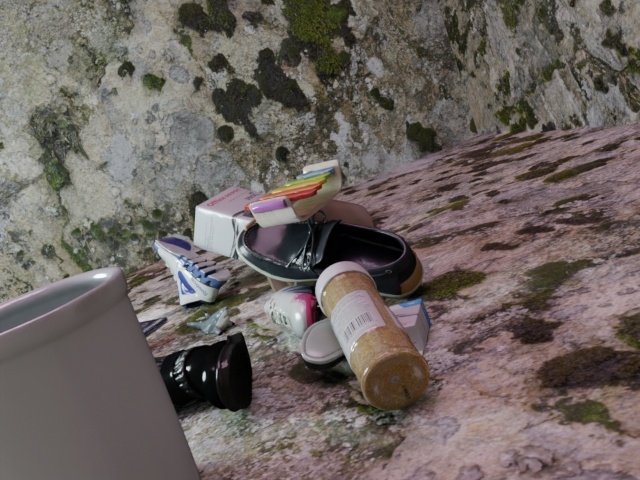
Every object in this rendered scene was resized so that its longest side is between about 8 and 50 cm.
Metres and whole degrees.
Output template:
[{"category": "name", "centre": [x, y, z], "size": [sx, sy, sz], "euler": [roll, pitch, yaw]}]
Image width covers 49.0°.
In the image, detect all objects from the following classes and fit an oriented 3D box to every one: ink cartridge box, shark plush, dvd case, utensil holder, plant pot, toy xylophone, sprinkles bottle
[{"category": "ink cartridge box", "centre": [-0.209, -0.043, 2.479], "size": [0.395, 0.166, 0.285], "euler": [15, 23, 17]}, {"category": "shark plush", "centre": [-0.315, 0.229, 2.021], "size": [0.161, 0.067, 0.073], "euler": [-9, 16, 45]}, {"category": "dvd case", "centre": [-0.636, 0.310, 2.323], "size": [0.221, 0.018, 0.164], "euler": [-13, 14, 30]}, {"category": "utensil holder", "centre": [-0.394, 0.280, 1.095], "size": [0.327, 0.385, 0.327], "euler": [-20, 10, 4]}, {"category": "plant pot", "centre": [0.000, 0.000, 2.086], "size": [0.280, 0.323, 0.323], "euler": [-6, 5, -23]}, {"category": "toy xylophone", "centre": [-0.077, -0.110, 1.795], "size": [0.236, 0.081, 0.323], "euler": [-12, 17, 23]}, {"category": "sprinkles bottle", "centre": [0.085, 0.163, 1.293], "size": [0.121, 0.121, 0.355], "euler": [-21, 26, -4]}, {"category": "ink cartridge box", "centre": [0.158, 0.187, 1.418], "size": [0.104, 0.060, 0.180], "euler": [-17, 12, 18]}]

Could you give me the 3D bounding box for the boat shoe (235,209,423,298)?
[{"category": "boat shoe", "centre": [0.011, 0.020, 1.756], "size": [0.500, 0.156, 0.187], "euler": [12, 61, 21]}]

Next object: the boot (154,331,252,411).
[{"category": "boot", "centre": [-0.279, 0.296, 1.457], "size": [0.260, 0.131, 0.348], "euler": [-14, 0, -3]}]

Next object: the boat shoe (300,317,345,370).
[{"category": "boat shoe", "centre": [0.050, 0.202, 1.474], "size": [0.114, 0.091, 0.302], "euler": [16, 29, 25]}]

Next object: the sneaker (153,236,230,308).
[{"category": "sneaker", "centre": [-0.458, 0.127, 2.389], "size": [0.315, 0.182, 0.127], "euler": [31, 23, 28]}]

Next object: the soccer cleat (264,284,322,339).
[{"category": "soccer cleat", "centre": [-0.069, 0.179, 1.699], "size": [0.143, 0.116, 0.331], "euler": [-5, 4, 1]}]
